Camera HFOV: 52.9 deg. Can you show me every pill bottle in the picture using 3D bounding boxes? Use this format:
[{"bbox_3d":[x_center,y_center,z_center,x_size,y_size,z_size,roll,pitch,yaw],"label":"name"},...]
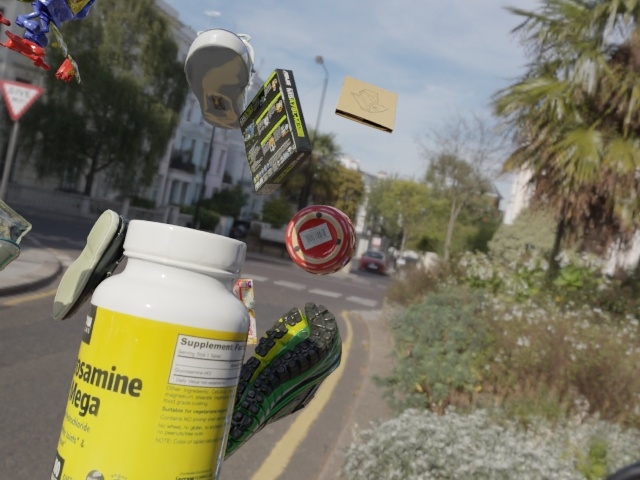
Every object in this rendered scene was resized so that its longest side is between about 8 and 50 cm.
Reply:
[{"bbox_3d":[-0.188,0.153,0.753,0.187,0.334,0.188,11,-5,1],"label":"pill bottle"}]

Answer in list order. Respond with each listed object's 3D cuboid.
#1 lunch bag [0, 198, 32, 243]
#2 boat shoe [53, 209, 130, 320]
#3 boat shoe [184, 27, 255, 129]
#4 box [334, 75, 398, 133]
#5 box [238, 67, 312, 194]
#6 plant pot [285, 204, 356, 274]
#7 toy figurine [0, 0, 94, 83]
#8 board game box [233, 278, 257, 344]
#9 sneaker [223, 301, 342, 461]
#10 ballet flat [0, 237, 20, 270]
[{"bbox_3d":[-1.084,-0.050,1.957,0.235,0.169,0.287,-27,-59,22],"label":"lunch bag"},{"bbox_3d":[-0.574,0.080,1.661,0.113,0.340,0.127,22,15,-40],"label":"boat shoe"},{"bbox_3d":[-0.193,-0.373,1.347,0.135,0.157,0.367,8,-14,-1],"label":"boat shoe"},{"bbox_3d":[0.131,-0.378,1.775,0.164,0.021,0.201,19,40,-4],"label":"box"},{"bbox_3d":[-0.095,-0.213,1.289,0.045,0.184,0.190,0,-23,-32],"label":"box"},{"bbox_3d":[0.000,0.000,1.697,0.191,0.191,0.174,11,1,4],"label":"plant pot"},{"bbox_3d":[-0.464,-0.456,1.076,0.191,0.217,0.362,27,-16,3],"label":"toy figurine"},{"bbox_3d":[-0.233,0.226,1.951,0.045,0.194,0.147,-1,-14,-17],"label":"board game box"},{"bbox_3d":[-0.091,0.265,1.062,0.134,0.343,0.146,40,-18,43],"label":"sneaker"},{"bbox_3d":[-0.740,0.030,1.376,0.248,0.086,0.086,2,-4,36],"label":"ballet flat"}]
